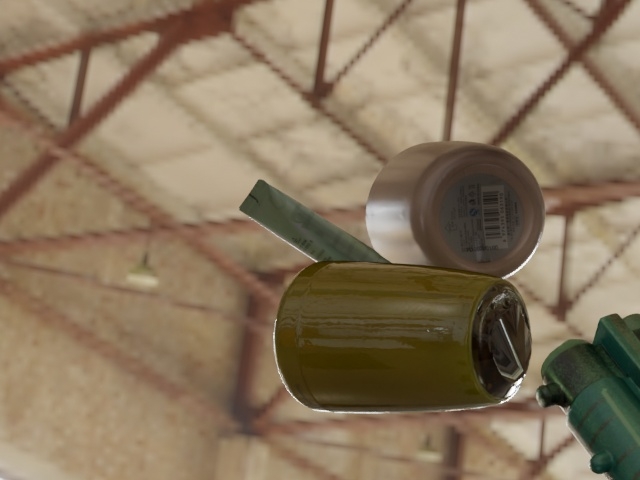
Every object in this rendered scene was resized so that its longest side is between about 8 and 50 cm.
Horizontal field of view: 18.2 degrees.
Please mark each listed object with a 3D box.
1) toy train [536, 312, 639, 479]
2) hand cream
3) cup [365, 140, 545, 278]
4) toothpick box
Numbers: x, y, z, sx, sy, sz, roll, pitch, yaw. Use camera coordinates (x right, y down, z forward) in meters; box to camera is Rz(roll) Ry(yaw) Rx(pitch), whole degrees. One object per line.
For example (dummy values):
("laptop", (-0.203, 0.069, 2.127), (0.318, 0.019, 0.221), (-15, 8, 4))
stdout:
("toy train", (0.331, 0.193, 1.894), (0.194, 0.298, 0.120), (-15, -43, -23))
("hand cream", (0.000, 0.000, 2.374), (0.205, 0.050, 0.078), (33, -33, -4))
("cup", (0.162, -0.004, 2.515), (0.191, 0.253, 0.200), (26, -5, -13))
("toothpick box", (0.099, 0.109, 2.239), (0.271, 0.175, 0.175), (-1, -22, 36))
